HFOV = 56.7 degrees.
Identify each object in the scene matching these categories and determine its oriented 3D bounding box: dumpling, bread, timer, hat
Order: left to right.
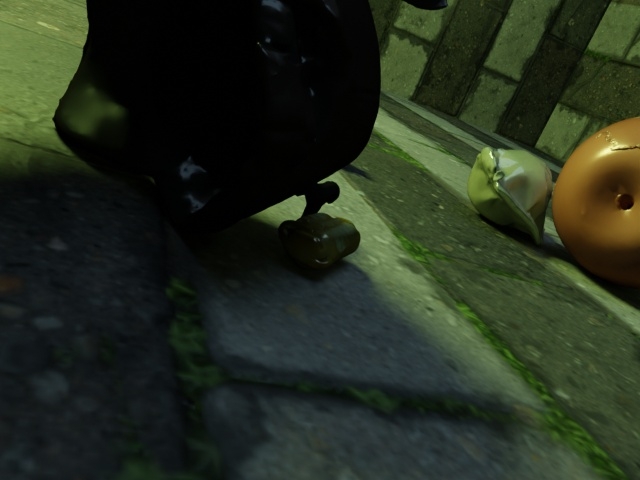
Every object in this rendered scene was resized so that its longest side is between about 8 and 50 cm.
[{"bbox_3d":[-0.059,-0.138,0.480,0.209,0.238,0.336,-1,20,-45],"label":"hat"},{"bbox_3d":[0.000,0.000,0.460,0.049,0.034,0.088,27,18,14],"label":"bread"},{"bbox_3d":[0.288,-0.059,0.862,0.181,0.111,0.155,4,56,-28],"label":"dumpling"},{"bbox_3d":[0.432,-0.049,0.785,0.229,0.230,0.215,36,24,34],"label":"timer"}]
